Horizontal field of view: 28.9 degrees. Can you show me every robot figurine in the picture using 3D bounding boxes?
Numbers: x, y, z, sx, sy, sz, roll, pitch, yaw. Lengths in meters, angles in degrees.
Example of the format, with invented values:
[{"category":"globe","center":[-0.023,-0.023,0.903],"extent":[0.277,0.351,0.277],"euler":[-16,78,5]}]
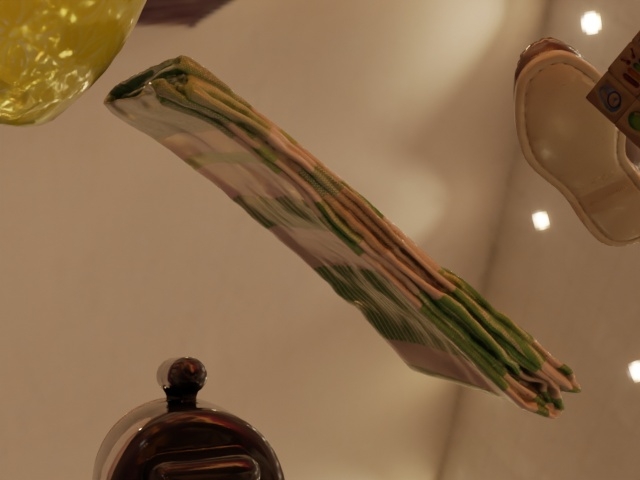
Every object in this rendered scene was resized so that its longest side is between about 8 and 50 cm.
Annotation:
[{"category":"robot figurine","center":[-0.127,0.239,1.196],"extent":[0.173,0.209,0.278],"euler":[37,-11,-10]}]

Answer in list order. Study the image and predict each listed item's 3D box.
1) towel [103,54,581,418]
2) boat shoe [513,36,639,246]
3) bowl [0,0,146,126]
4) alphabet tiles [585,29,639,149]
[{"category":"towel","center":[0.000,0.000,0.835],"extent":[0.325,0.038,0.248],"euler":[39,-9,-15]},{"category":"boat shoe","center":[0.287,-0.116,1.356],"extent":[0.117,0.324,0.096],"euler":[-25,-133,19]},{"category":"bowl","center":[-0.167,-0.218,0.641],"extent":[0.156,0.289,0.289],"euler":[-32,-113,15]},{"category":"alphabet tiles","center":[0.378,-0.144,1.130],"extent":[0.198,0.009,0.237],"euler":[46,-46,12]}]
